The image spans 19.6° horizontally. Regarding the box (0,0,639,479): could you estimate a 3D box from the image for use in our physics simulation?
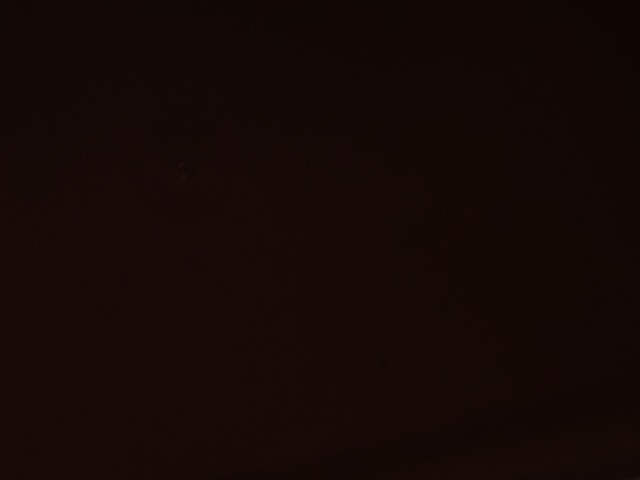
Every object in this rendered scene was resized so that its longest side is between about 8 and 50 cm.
[{"bbox_3d":[0.000,0.000,0.591,0.339,0.239,0.229,-15,165,15],"label":"box"}]
